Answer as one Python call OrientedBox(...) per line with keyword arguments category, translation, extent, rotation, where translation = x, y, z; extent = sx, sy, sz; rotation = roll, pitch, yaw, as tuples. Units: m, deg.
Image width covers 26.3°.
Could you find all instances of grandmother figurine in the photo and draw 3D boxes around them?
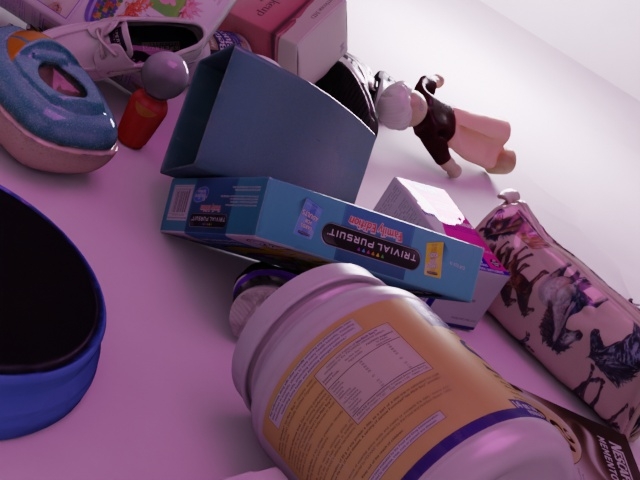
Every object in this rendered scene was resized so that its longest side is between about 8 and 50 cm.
OrientedBox(category="grandmother figurine", translation=(0.229, -0.223, 2.542), extent=(0.342, 0.104, 0.207), rotation=(14, 50, -46))

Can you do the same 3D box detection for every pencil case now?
OrientedBox(category="pencil case", translation=(0.383, 0.105, 2.080), extent=(0.410, 0.183, 0.160), rotation=(45, 25, 26))

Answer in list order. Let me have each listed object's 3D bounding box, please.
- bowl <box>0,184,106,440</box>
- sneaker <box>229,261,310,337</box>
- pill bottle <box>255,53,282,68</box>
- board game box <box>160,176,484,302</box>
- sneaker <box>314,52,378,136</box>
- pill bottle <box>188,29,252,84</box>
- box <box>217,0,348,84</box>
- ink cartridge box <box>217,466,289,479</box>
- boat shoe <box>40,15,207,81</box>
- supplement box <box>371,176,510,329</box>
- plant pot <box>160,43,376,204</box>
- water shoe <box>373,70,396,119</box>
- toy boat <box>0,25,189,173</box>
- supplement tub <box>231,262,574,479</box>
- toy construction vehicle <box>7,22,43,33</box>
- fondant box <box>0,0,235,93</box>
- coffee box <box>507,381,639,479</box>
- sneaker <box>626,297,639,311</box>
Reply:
OrientedBox(category="bowl", translation=(-0.395, 0.037, 1.384), extent=(0.391, 0.077, 0.391), rotation=(27, 25, -14))
OrientedBox(category="sneaker", translation=(0.021, 0.103, 1.740), extent=(0.293, 0.102, 0.146), rotation=(27, 20, -17))
OrientedBox(category="pill bottle", translation=(-0.103, -0.172, 2.035), extent=(0.153, 0.153, 0.264), rotation=(26, 25, -17))
OrientedBox(category="board game box", translation=(0.000, 0.000, 1.776), extent=(0.336, 0.079, 0.254), rotation=(18, -7, -32))
OrientedBox(category="sneaker", translation=(0.056, -0.265, 2.436), extent=(0.146, 0.122, 0.330), rotation=(13, 32, -34))
OrientedBox(category="pill bottle", translation=(-0.196, -0.298, 2.223), extent=(0.094, 0.094, 0.169), rotation=(46, 27, 25))
OrientedBox(category="box", translation=(-0.087, -0.372, 2.334), extent=(0.232, 0.126, 0.148), rotation=(28, 57, 23))
OrientedBox(category="ink cartridge box", translation=(-0.082, 0.288, 1.321), extent=(0.104, 0.060, 0.180), rotation=(47, 27, 26))
OrientedBox(category="boat shoe", translation=(-0.290, -0.275, 1.948), extent=(0.268, 0.088, 0.096), rotation=(-4, 78, -20))
OrientedBox(category="supplement box", translation=(0.169, 0.018, 2.067), extent=(0.111, 0.114, 0.220), rotation=(12, 30, -37))
OrientedBox(category="plant pot", translation=(-0.061, -0.129, 1.814), extent=(0.234, 0.165, 0.166), rotation=(22, -9, -21))
OrientedBox(category="water shoe", translation=(0.129, -0.267, 2.589), extent=(0.080, 0.073, 0.203), rotation=(32, 25, -9))
OrientedBox(category="toy boat", translation=(-0.320, -0.202, 1.830), extent=(0.318, 0.148, 0.267), rotation=(1, 40, -49))
OrientedBox(category="supplement tub", translation=(0.077, 0.198, 1.440), extent=(0.241, 0.241, 0.331), rotation=(7, 29, -45))
OrientedBox(category="toy construction vehicle", translation=(-0.421, -0.279, 1.996), extent=(0.098, 0.035, 0.086), rotation=(48, 17, 23))
OrientedBox(category="fondant box", translation=(-0.313, -0.389, 2.075), extent=(0.330, 0.238, 0.096), rotation=(33, -19, -3))
OrientedBox(category="coffee box", translation=(0.242, 0.273, 1.673), extent=(0.297, 0.118, 0.168), rotation=(25, 25, -17))
OrientedBox(category="sneaker", translation=(0.502, 0.132, 2.253), extent=(0.281, 0.115, 0.105), rotation=(39, 25, 13))
